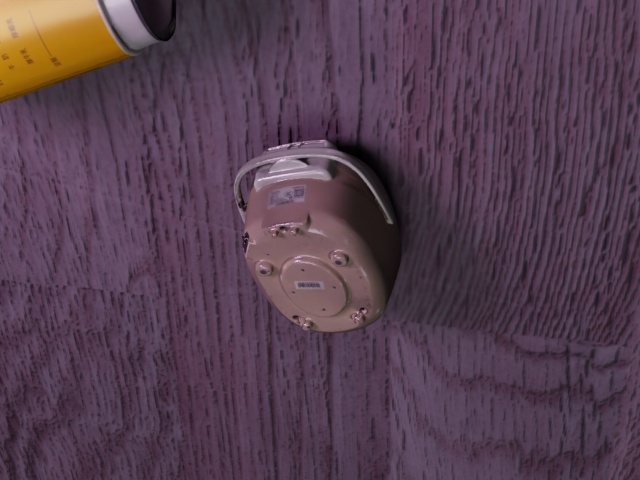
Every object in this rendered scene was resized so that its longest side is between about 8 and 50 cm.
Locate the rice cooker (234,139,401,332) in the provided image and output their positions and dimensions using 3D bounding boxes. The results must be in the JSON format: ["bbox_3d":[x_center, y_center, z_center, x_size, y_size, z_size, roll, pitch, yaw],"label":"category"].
[{"bbox_3d":[0.000,0.000,1.406,0.145,0.127,0.206,-8,139,19],"label":"rice cooker"}]

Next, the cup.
[{"bbox_3d":[-0.274,-0.201,1.246,0.279,0.196,0.196,-12,130,13],"label":"cup"}]
